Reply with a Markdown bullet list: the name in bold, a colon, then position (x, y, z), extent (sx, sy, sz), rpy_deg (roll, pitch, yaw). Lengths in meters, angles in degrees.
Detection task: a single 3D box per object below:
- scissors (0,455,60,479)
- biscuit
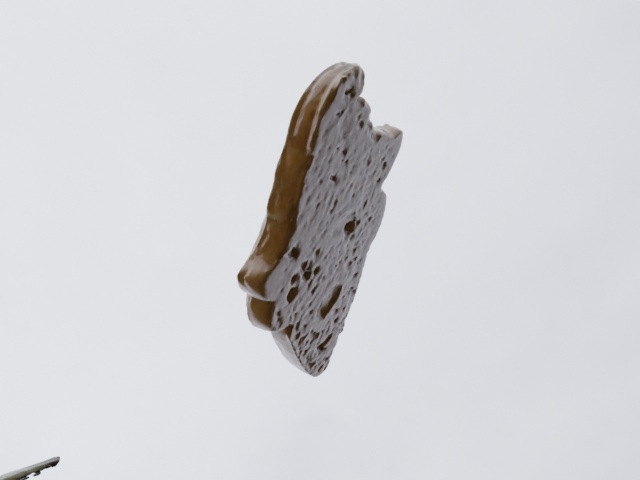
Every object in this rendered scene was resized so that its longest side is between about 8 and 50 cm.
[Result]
- **scissors**: position (-0.399, 0.271, 0.774), extent (0.300, 0.022, 0.109), rpy_deg (-19, -15, 3)
- **biscuit**: position (0.000, 0.000, 0.501), extent (0.162, 0.035, 0.250), rpy_deg (-37, -36, -40)
